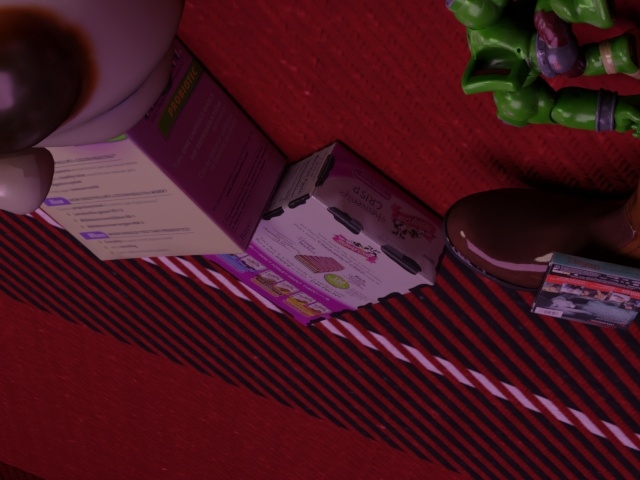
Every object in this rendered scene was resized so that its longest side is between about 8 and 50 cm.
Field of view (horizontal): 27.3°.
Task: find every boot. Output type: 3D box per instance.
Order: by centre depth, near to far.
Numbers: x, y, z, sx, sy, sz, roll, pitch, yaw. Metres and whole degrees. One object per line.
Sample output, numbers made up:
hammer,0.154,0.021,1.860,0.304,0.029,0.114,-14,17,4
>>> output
boot,0.238,-0.018,1.044,0.264,0.096,0.280,20,165,5

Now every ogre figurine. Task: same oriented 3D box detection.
ogre figurine,0.161,-0.147,0.944,0.118,0.097,0.197,-9,151,28

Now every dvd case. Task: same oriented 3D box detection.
dvd case,0.228,0.045,1.110,0.087,0.013,0.119,11,157,6

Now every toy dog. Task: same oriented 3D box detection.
toy dog,-0.277,-0.189,0.914,0.408,0.285,0.395,13,147,23

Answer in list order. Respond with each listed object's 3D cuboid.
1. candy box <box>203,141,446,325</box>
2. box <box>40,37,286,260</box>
candy box,0.000,0.000,1.343,0.159,0.071,0.233,36,150,-22
box,-0.196,-0.098,1.272,0.213,0.117,0.243,-3,143,41
